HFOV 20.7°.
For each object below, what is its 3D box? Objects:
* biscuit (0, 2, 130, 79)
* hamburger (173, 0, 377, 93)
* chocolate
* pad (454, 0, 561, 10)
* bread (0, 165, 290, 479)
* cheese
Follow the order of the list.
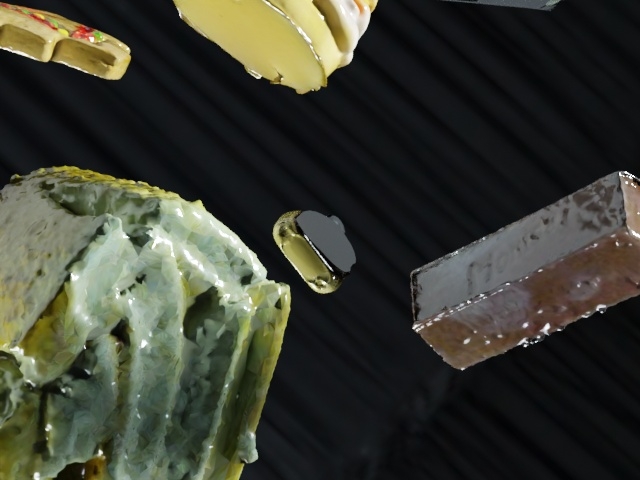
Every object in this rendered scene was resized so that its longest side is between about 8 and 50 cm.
[{"bbox_3d":[-0.304,-0.216,1.779,0.239,0.212,0.041,10,105,-35],"label":"biscuit"},{"bbox_3d":[-0.041,-0.348,2.219,0.237,0.276,0.276,-55,173,-18],"label":"hamburger"},{"bbox_3d":[0.248,0.030,1.940,0.321,0.112,0.112,-26,-135,32],"label":"chocolate"},{"bbox_3d":[0.186,-0.240,1.586,0.116,0.004,0.193,-34,-154,-24],"label":"pad"},{"bbox_3d":[-0.118,0.089,1.008,0.186,0.124,0.257,3,104,-30],"label":"bread"},{"bbox_3d":[0.001,0.000,1.696,0.036,0.086,0.162,-41,-178,17],"label":"cheese"}]
